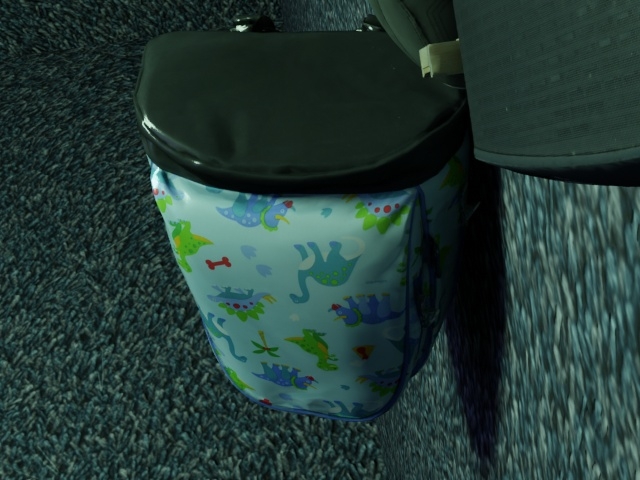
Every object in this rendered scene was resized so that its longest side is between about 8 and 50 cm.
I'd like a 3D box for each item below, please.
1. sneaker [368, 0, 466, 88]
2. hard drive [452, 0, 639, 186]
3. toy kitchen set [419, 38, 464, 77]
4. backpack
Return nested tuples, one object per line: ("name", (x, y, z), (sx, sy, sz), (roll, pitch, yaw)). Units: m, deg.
("sneaker", (0.077, -0.202, 0.640), (0.106, 0.101, 0.267), (52, 162, 53))
("hard drive", (0.110, -0.102, 0.356), (0.255, 0.054, 0.172), (178, 83, -74))
("toy kitchen set", (0.106, -0.081, 0.597), (0.068, 0.083, 0.075), (-129, 30, -84))
("backpack", (0.000, 0.000, 0.984), (0.355, 0.290, 0.273), (74, -157, -62))
